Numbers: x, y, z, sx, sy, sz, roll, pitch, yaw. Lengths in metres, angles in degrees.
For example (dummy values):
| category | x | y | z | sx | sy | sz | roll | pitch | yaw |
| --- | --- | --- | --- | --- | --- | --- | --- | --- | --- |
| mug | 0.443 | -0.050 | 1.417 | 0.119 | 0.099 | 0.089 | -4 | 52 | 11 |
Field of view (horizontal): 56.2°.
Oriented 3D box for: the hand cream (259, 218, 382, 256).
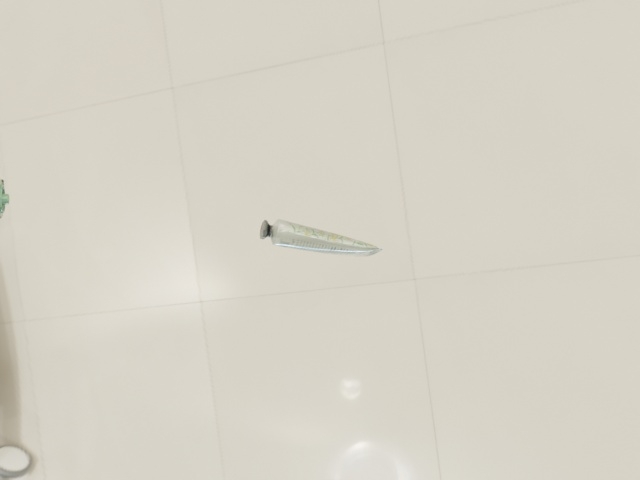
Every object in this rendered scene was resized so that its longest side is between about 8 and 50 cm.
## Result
| category | x | y | z | sx | sy | sz | roll | pitch | yaw |
| --- | --- | --- | --- | --- | --- | --- | --- | --- | --- |
| hand cream | 0.000 | 0.000 | 0.960 | 0.194 | 0.067 | 0.042 | 11 | 71 | -17 |

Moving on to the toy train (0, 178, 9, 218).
| category | x | y | z | sx | sy | sz | roll | pitch | yaw |
| --- | --- | --- | --- | --- | --- | --- | --- | --- | --- |
| toy train | -0.329 | -0.049 | 0.534 | 0.071 | 0.111 | 0.171 | 3 | 136 | -15 |
